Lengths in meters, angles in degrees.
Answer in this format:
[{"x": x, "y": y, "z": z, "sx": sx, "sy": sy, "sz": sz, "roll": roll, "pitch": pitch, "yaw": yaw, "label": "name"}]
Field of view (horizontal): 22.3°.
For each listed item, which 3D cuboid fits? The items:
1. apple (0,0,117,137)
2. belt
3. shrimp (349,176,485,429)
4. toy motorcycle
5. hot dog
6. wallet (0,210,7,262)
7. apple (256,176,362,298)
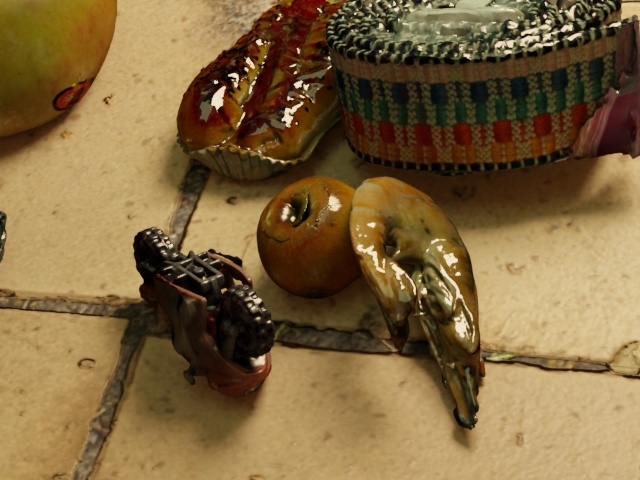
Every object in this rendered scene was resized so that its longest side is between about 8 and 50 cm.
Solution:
[{"x": -0.342, "y": -0.235, "z": 1.723, "sx": 0.261, "sy": 0.194, "sz": 0.260, "roll": -6, "pitch": 51, "yaw": 8, "label": "apple"}, {"x": 0.159, "y": -0.157, "z": 1.560, "sx": 0.295, "sy": 0.160, "sz": 0.206, "roll": -3, "pitch": 33, "yaw": 10, "label": "belt"}, {"x": 0.087, "y": 0.038, "z": 1.427, "sx": 0.059, "sy": 0.145, "sz": 0.254, "roll": -36, "pitch": 42, "yaw": 32, "label": "shrimp"}, {"x": -0.107, "y": 0.068, "z": 1.476, "sx": 0.084, "sy": 0.118, "sz": 0.212, "roll": -25, "pitch": 35, "yaw": -28, "label": "toy motorcycle"}, {"x": -0.035, "y": -0.170, "z": 1.666, "sx": 0.163, "sy": 0.081, "sz": 0.270, "roll": 21, "pitch": 58, "yaw": 26, "label": "hot dog"}, {"x": -0.483, "y": 0.075, "z": 1.582, "sx": 0.342, "sy": 0.075, "sz": 0.237, "roll": -7, "pitch": 43, "yaw": 11, "label": "wallet"}, {"x": 0.000, "y": 0.000, "z": 1.505, "sx": 0.099, "sy": 0.102, "sz": 0.114, "roll": 9, "pitch": 61, "yaw": 38, "label": "apple"}]
